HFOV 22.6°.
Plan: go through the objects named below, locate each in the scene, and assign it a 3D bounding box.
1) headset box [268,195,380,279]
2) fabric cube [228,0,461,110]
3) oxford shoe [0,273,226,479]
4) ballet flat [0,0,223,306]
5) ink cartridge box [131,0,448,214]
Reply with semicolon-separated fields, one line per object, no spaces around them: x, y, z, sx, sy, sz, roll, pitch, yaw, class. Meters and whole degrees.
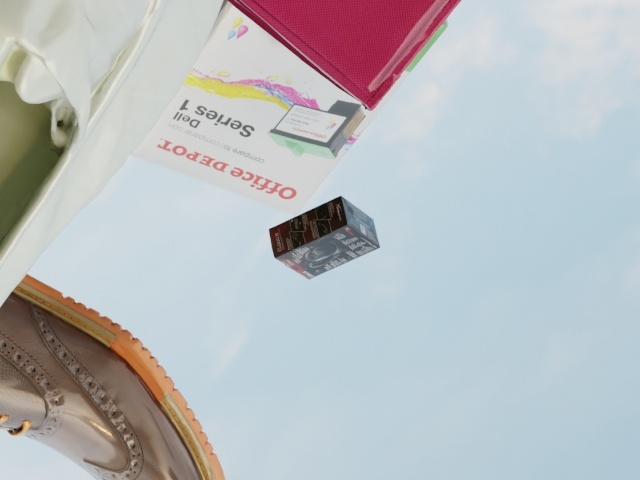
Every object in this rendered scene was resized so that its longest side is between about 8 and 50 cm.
0.000;0.000;1.390;0.083;0.062;0.032;-24;-120;22;headset box
0.013;-0.267;1.146;0.254;0.258;0.259;-50;-178;3;fabric cube
-0.222;0.092;1.085;0.133;0.363;0.130;-53;-173;-37;oxford shoe
-0.143;-0.048;0.621;0.400;0.139;0.139;-57;-154;17;ballet flat
-0.041;-0.177;1.544;0.278;0.201;0.117;-51;-148;34;ink cartridge box
